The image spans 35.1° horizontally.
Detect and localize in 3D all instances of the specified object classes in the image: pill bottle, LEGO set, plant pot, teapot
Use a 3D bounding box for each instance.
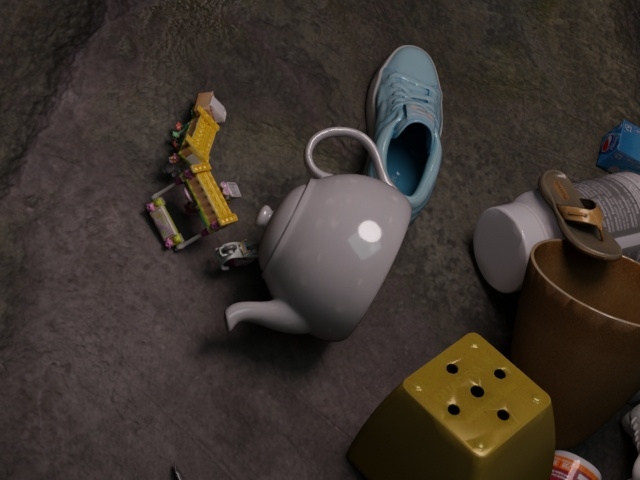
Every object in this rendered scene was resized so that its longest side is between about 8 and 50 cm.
[{"bbox_3d":[0.334,0.384,1.444,0.086,0.086,0.152,35,66,-5],"label":"pill bottle"},{"bbox_3d":[-0.187,-0.087,1.461,0.132,0.107,0.287,18,49,-55],"label":"LEGO set"},{"bbox_3d":[0.395,-0.011,1.610,0.283,0.161,0.161,-11,72,-26],"label":"pill bottle"},{"bbox_3d":[0.370,0.163,1.457,0.237,0.254,0.237,14,26,-7],"label":"plant pot"},{"bbox_3d":[0.000,0.000,1.400,0.187,0.253,0.256,28,27,-3],"label":"teapot"},{"bbox_3d":[0.190,0.254,1.350,0.212,0.187,0.212,-30,59,-30],"label":"plant pot"}]

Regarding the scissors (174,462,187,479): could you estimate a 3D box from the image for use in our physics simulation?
[{"bbox_3d":[-0.111,0.421,1.289,0.109,0.021,0.297,-7,68,-24],"label":"scissors"}]

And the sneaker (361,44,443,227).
[{"bbox_3d":[0.147,-0.174,1.587,0.135,0.150,0.366,17,62,-16],"label":"sneaker"}]

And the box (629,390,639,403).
[{"bbox_3d":[0.521,0.152,1.629,0.130,0.091,0.170,46,59,2],"label":"box"}]

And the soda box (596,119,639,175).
[{"bbox_3d":[0.602,-0.127,1.803,0.210,0.067,0.071,27,60,-9],"label":"soda box"}]

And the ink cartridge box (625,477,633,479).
[{"bbox_3d":[0.502,0.456,1.510,0.206,0.045,0.208,-13,71,-27],"label":"ink cartridge box"}]

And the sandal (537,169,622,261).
[{"bbox_3d":[0.383,-0.043,1.491,0.072,0.049,0.180,-9,56,-27],"label":"sandal"}]

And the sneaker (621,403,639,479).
[{"bbox_3d":[0.510,0.306,1.547,0.232,0.115,0.090,-31,118,-48],"label":"sneaker"}]
